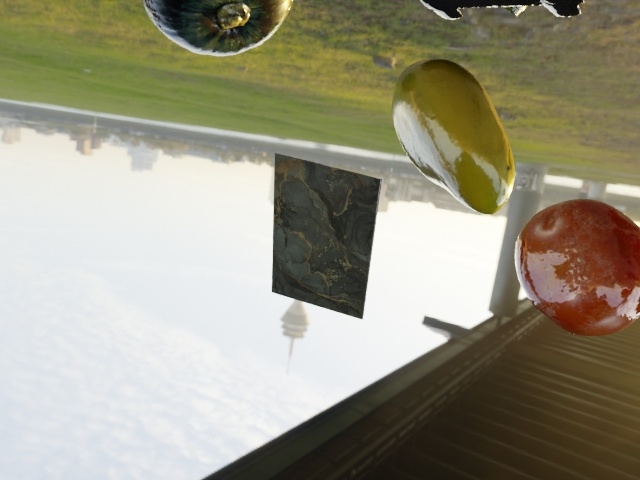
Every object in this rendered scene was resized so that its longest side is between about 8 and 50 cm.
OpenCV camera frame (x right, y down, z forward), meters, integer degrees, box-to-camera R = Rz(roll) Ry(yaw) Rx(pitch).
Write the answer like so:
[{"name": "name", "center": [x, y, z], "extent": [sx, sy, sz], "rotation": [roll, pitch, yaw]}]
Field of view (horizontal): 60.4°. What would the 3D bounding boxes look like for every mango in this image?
[{"name": "mango", "center": [0.125, -0.109, 0.522], "extent": [0.085, 0.122, 0.191], "rotation": [-18, -150, -5]}]

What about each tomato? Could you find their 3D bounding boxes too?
[{"name": "tomato", "center": [0.446, 0.041, 0.902], "extent": [0.232, 0.232, 0.188], "rotation": [4, 154, -26]}]

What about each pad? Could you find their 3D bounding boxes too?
[{"name": "pad", "center": [0.000, 0.000, 1.246], "extent": [0.248, 0.367, 0.007], "rotation": [15, -149, 17]}]

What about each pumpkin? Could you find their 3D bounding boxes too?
[{"name": "pumpkin", "center": [-0.142, -0.373, 0.779], "extent": [0.233, 0.163, 0.233], "rotation": [-19, 157, -8]}]

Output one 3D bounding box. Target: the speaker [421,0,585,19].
[{"name": "speaker", "center": [0.190, -0.399, 0.641], "extent": [0.232, 0.184, 0.254], "rotation": [21, -178, 42]}]

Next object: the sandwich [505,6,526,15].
[{"name": "sandwich", "center": [0.348, -0.443, 1.014], "extent": [0.069, 0.026, 0.101], "rotation": [25, -149, -15]}]
